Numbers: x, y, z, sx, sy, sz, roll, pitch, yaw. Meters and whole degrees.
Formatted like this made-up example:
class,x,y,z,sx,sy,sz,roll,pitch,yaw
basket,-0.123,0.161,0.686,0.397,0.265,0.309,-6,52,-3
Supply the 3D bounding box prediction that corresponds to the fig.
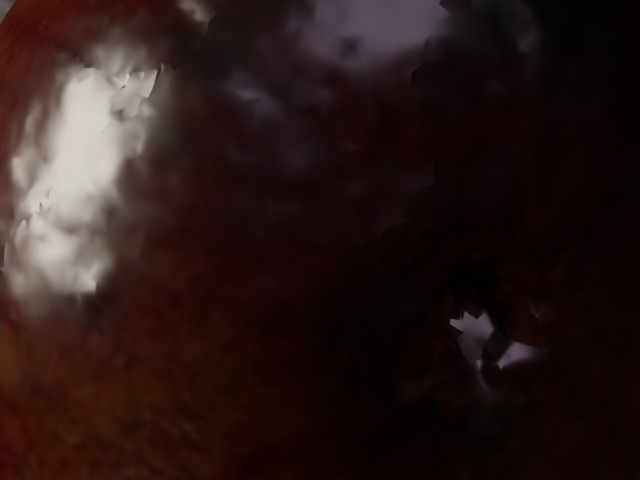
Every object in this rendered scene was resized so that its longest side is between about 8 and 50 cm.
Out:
class,x,y,z,sx,sy,sz,roll,pitch,yaw
fig,0.009,0.001,0.540,0.235,0.235,0.214,22,15,1
